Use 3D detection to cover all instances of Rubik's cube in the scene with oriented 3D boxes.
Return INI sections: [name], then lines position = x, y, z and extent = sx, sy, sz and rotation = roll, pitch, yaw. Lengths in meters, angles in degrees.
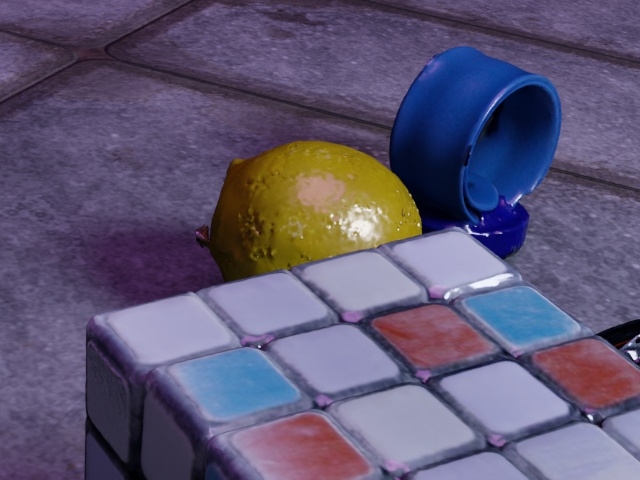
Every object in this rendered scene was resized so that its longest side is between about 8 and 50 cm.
[Rubik's cube]
position = 0.035, 0.175, 0.732
extent = 0.259, 0.256, 0.253
rotation = -12, 35, -32

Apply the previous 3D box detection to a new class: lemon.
[lemon]
position = 0.000, 0.000, 1.177
extent = 0.206, 0.173, 0.173
rotation = 23, 26, -5

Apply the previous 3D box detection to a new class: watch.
[watch]
position = 0.141, -0.089, 1.363
extent = 0.171, 0.200, 0.196
rotation = 26, 28, 26

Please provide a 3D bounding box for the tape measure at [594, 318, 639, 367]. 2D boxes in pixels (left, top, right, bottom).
[tape measure]
position = 0.248, 0.132, 1.000
extent = 0.182, 0.107, 0.181
rotation = -24, 18, 7
